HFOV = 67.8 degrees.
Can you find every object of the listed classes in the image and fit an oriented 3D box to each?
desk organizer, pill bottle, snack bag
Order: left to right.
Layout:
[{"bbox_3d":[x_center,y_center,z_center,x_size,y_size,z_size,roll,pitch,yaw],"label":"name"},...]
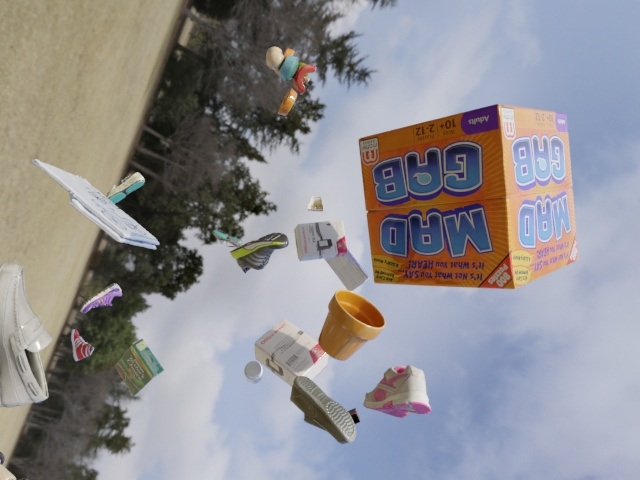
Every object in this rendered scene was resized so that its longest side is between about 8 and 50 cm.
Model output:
[{"bbox_3d":[-0.656,-0.098,1.410,0.037,0.342,0.323,-50,180,-4],"label":"snack bag"},{"bbox_3d":[-0.279,0.550,1.992,0.137,0.078,0.078,102,0,-64],"label":"pill bottle"},{"bbox_3d":[0.093,0.729,1.918,0.130,0.047,0.050,-24,178,-1],"label":"desk organizer"}]

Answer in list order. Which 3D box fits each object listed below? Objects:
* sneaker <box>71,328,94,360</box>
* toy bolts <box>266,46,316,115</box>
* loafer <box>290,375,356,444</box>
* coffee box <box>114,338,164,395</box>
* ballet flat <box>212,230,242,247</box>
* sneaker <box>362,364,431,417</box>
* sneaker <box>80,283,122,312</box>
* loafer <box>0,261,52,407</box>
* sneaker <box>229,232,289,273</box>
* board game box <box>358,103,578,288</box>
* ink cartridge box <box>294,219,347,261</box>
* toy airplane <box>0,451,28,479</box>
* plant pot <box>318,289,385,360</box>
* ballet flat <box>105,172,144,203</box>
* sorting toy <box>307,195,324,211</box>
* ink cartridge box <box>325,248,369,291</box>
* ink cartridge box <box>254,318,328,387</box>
[{"bbox_3d":[-0.862,0.371,1.726,0.042,0.066,0.119,94,-23,-65],"label":"sneaker"},{"bbox_3d":[-0.133,-0.562,1.634,0.219,0.158,0.228,-61,-163,5],"label":"toy bolts"},{"bbox_3d":[0.003,0.521,1.440,0.251,0.094,0.088,40,-70,27],"label":"loafer"},{"bbox_3d":[-0.523,0.366,1.365,0.040,0.113,0.184,-30,172,-48],"label":"coffee box"},{"bbox_3d":[-0.341,0.000,1.718,0.041,0.114,0.041,-160,-90,-80],"label":"ballet flat"},{"bbox_3d":[0.196,0.381,1.209,0.252,0.102,0.111,-39,-146,56],"label":"sneaker"},{"bbox_3d":[-0.874,0.243,1.900,0.169,0.071,0.068,-32,-166,-10],"label":"sneaker"},{"bbox_3d":[-0.627,0.199,1.001,0.112,0.111,0.320,-132,-133,-65],"label":"loafer"},{"bbox_3d":[-0.238,0.052,1.971,0.299,0.122,0.111,-17,-167,37],"label":"sneaker"},{"bbox_3d":[0.354,-0.098,1.139,0.356,0.356,0.357,-2,-84,47],"label":"board game box"},{"bbox_3d":[0.000,0.000,1.506,0.063,0.150,0.110,132,-50,-73],"label":"ink cartridge box"},{"bbox_3d":[-0.855,0.612,0.985,0.273,0.384,0.386,-62,-160,-7],"label":"toy airplane"},{"bbox_3d":[0.092,0.307,1.661,0.188,0.205,0.205,-59,-156,18],"label":"plant pot"},{"bbox_3d":[-0.705,-0.184,1.693,0.168,0.052,0.057,-33,165,-8],"label":"ballet flat"},{"bbox_3d":[-0.022,-0.183,2.365,0.045,0.083,0.075,25,68,-86],"label":"sorting toy"},{"bbox_3d":[0.109,0.094,2.003,0.045,0.223,0.224,-34,173,-26],"label":"ink cartridge box"},{"bbox_3d":[-0.112,0.436,1.826,0.172,0.237,0.100,-36,144,-38],"label":"ink cartridge box"}]
